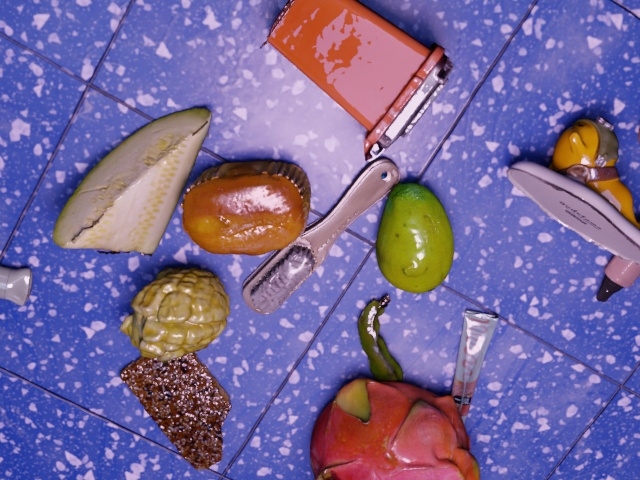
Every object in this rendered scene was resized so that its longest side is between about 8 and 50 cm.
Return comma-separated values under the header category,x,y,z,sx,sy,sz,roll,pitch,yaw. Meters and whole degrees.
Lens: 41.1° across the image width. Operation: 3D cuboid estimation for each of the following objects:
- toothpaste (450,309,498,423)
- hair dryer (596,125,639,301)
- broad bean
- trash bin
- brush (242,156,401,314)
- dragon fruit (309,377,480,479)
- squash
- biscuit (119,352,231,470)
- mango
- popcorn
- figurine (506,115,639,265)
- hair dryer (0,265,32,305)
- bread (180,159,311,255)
category,x,y,z,sx,sy,sz,roll,pitch,yaw
toothpaste,0.246,0.215,1.421,0.056,0.036,0.205,10,105,-1
hair dryer,0.518,-0.042,1.310,0.189,0.107,0.344,26,113,-10
broad bean,0.099,0.184,1.400,0.061,0.046,0.195,-9,108,5
trash bin,0.044,-0.246,1.196,0.239,0.161,0.184,35,105,-5
brush,0.000,0.000,1.325,0.070,0.065,0.327,42,102,-14
dragon fruit,0.120,0.380,1.374,0.290,0.189,0.290,1,123,1
squash,-0.283,-0.107,1.254,0.169,0.093,0.252,4,119,-51
biscuit,-0.221,0.279,1.435,0.131,0.026,0.237,-31,107,11
mango,0.143,-0.001,1.306,0.119,0.100,0.178,-6,109,1
popcorn,-0.224,0.119,1.312,0.173,0.173,0.142,-27,101,8
figurine,0.420,-0.087,1.273,0.250,0.166,0.141,36,84,-7
hair dryer,-0.539,-0.026,1.311,0.206,0.075,0.237,10,101,-12
bread,-0.111,-0.048,1.282,0.190,0.114,0.132,-6,112,6
